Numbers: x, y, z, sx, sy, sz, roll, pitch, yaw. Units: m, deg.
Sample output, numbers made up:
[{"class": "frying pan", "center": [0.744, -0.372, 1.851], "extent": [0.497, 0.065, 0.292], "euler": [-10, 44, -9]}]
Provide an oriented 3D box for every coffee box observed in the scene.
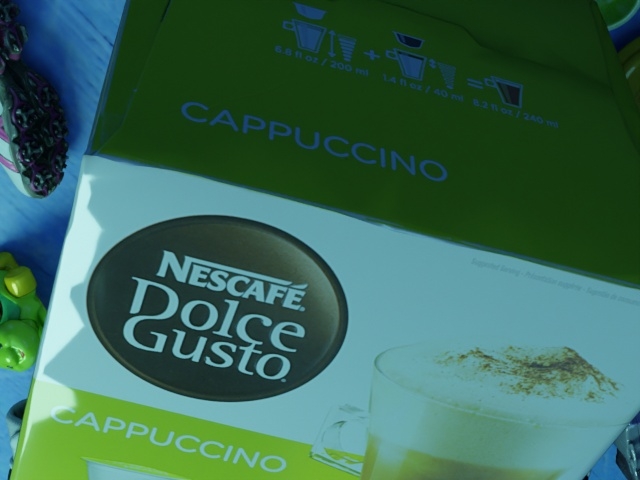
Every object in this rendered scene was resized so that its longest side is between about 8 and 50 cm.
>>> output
[{"class": "coffee box", "center": [0.000, 0.000, 0.725], "extent": [0.337, 0.338, 0.334], "euler": [14, 131, -12]}]

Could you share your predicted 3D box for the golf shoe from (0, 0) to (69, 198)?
[{"class": "golf shoe", "center": [-0.263, -0.118, 0.841], "extent": [0.086, 0.067, 0.186], "euler": [1, 124, 27]}]

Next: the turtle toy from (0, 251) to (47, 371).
[{"class": "turtle toy", "center": [-0.269, 0.072, 0.910], "extent": [0.066, 0.130, 0.095], "euler": [-29, 118, -23]}]

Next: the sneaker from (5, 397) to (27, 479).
[{"class": "sneaker", "center": [-0.245, 0.222, 1.013], "extent": [0.146, 0.122, 0.330], "euler": [33, 114, 0]}]

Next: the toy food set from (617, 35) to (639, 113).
[{"class": "toy food set", "center": [0.299, -0.104, 0.850], "extent": [0.071, 0.218, 0.128], "euler": [-3, 125, -53]}]

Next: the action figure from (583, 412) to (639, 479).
[{"class": "action figure", "center": [0.262, 0.104, 0.977], "extent": [0.185, 0.099, 0.285], "euler": [-7, 116, 11]}]

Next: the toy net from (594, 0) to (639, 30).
[{"class": "toy net", "center": [0.134, -0.177, 0.835], "extent": [0.232, 0.045, 0.122], "euler": [-34, 117, 15]}]
